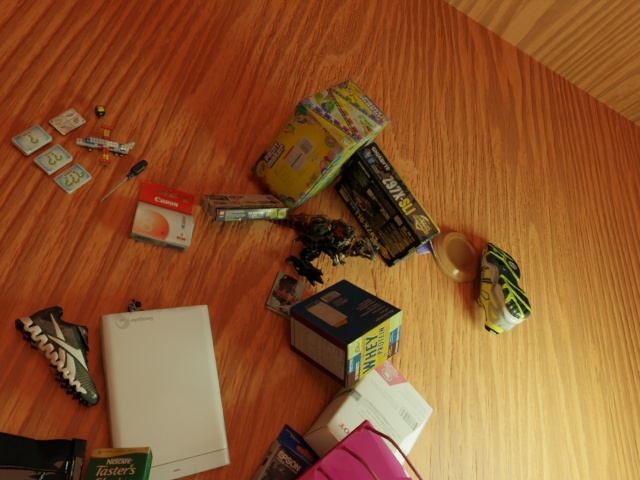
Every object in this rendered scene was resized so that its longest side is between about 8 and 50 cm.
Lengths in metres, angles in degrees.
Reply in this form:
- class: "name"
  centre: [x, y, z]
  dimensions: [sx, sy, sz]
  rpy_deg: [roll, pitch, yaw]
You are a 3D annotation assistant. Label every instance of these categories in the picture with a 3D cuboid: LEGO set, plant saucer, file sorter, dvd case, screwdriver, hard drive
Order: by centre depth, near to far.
- class: "file sorter"
  centre: [0.066, 0.539, 1.043]
  dimensions: [0.291, 0.182, 0.202]
  rpy_deg: [-36, 88, -16]
- class: "hard drive"
  centre: [-0.333, 0.323, 1.133]
  dimensions: [0.233, 0.047, 0.352]
  rpy_deg: [-2, 71, -32]
- class: "LEGO set"
  centre: [-0.599, -0.252, 1.321]
  dimensions: [0.182, 0.060, 0.244]
  rpy_deg: [45, 50, -6]
- class: "screwdriver"
  centre: [-0.499, -0.153, 1.343]
  dimensions: [0.024, 0.025, 0.170]
  rpy_deg: [40, 50, -6]
- class: "dvd case"
  centre: [-0.094, 0.148, 1.423]
  dimensions: [0.087, 0.013, 0.119]
  rpy_deg: [30, 53, -13]
- class: "plant saucer"
  centre: [0.471, 0.048, 1.807]
  dimensions: [0.200, 0.037, 0.199]
  rpy_deg: [15, 57, -24]

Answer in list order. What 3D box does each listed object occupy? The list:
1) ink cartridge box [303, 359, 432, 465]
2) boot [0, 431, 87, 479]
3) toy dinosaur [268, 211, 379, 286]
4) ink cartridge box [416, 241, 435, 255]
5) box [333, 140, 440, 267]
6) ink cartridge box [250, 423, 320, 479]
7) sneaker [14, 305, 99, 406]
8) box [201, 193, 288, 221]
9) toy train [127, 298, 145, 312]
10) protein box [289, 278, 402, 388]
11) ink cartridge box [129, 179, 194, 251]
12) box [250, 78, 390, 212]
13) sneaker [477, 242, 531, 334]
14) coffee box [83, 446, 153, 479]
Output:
- class: "ink cartridge box"
  centre: [0.121, 0.448, 1.295]
  dimensions: [0.207, 0.117, 0.283]
  rpy_deg: [49, 43, 1]
- class: "boot"
  centre: [-0.539, 0.460, 0.921]
  dimensions: [0.207, 0.094, 0.246]
  rpy_deg: [14, 53, -26]
- class: "toy dinosaur"
  centre: [0.000, 0.000, 1.505]
  dimensions: [0.322, 0.164, 0.218]
  rpy_deg: [4, 35, 15]
- class: "ink cartridge box"
  centre: [0.276, -0.066, 1.621]
  dimensions: [0.045, 0.208, 0.206]
  rpy_deg: [-23, 110, 1]
- class: "box"
  centre: [0.185, -0.098, 1.570]
  dimensions: [0.079, 0.257, 0.321]
  rpy_deg: [-31, 81, -20]
- class: "ink cartridge box"
  centre: [-0.088, 0.578, 1.150]
  dimensions: [0.165, 0.065, 0.332]
  rpy_deg: [40, 50, -5]
- class: "sneaker"
  centre: [-0.510, 0.227, 1.084]
  dimensions: [0.234, 0.078, 0.106]
  rpy_deg: [49, 53, 5]
- class: "box"
  centre: [-0.205, -0.091, 1.437]
  dimensions: [0.207, 0.036, 0.114]
  rpy_deg: [-3, 26, -32]
- class: "toy train"
  centre: [-0.398, 0.204, 1.200]
  dimensions: [0.036, 0.027, 0.158]
  rpy_deg: [-26, 79, -27]
- class: "protein box"
  centre: [0.062, 0.226, 1.331]
  dimensions: [0.200, 0.135, 0.201]
  rpy_deg: [-25, 37, -38]
- class: "ink cartridge box"
  centre: [-0.394, -0.070, 1.347]
  dimensions: [0.146, 0.045, 0.179]
  rpy_deg: [16, 59, -24]
- class: "box"
  centre: [0.001, -0.273, 1.520]
  dimensions: [0.177, 0.290, 0.279]
  rpy_deg: [48, 42, 3]
- class: "sneaker"
  centre: [0.576, 0.147, 1.759]
  dimensions: [0.145, 0.147, 0.384]
  rpy_deg: [31, 34, -9]
- class: "coffee box"
  centre: [-0.374, 0.462, 0.947]
  dimensions: [0.113, 0.040, 0.184]
  rpy_deg: [0, 37, -3]
